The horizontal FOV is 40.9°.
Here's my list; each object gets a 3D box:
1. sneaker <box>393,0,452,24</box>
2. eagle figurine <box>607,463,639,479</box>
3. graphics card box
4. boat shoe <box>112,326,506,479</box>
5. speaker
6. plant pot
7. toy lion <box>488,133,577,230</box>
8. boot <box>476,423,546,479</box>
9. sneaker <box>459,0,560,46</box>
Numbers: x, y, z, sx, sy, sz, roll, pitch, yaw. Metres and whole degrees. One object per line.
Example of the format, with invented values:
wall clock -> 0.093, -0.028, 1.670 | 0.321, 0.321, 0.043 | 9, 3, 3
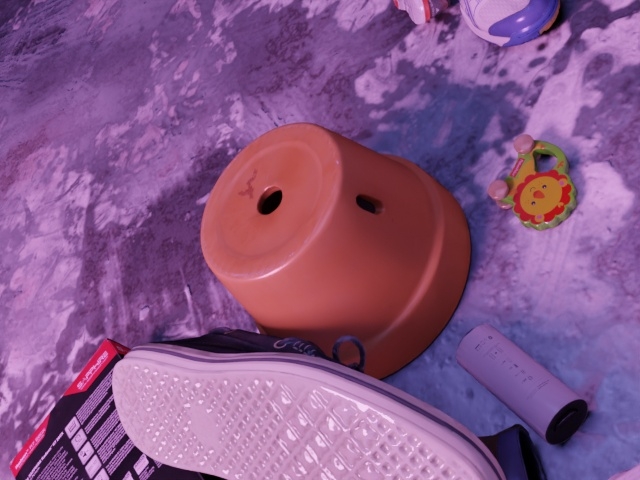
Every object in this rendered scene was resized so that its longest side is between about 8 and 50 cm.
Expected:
sneaker -> 0.142, -0.362, 1.233 | 0.065, 0.061, 0.158 | -20, 48, -5
eagle figurine -> 0.355, 0.112, 0.647 | 0.226, 0.225, 0.298 | -2, 73, 51
graphics card box -> -0.242, 0.318, 1.080 | 0.233, 0.094, 0.371 | -52, 42, 0
boat shoe -> -0.017, 0.181, 0.869 | 0.500, 0.156, 0.187 | 5, 106, 45
speaker -> 0.197, 0.140, 0.849 | 0.055, 0.055, 0.136 | -51, 43, 2
plant pot -> 0.000, 0.000, 1.000 | 0.291, 0.203, 0.291 | -20, 53, 29
toy lion -> 0.245, -0.062, 0.960 | 0.096, 0.034, 0.100 | 23, 79, 39
boot -> 0.163, 0.271, 0.776 | 0.106, 0.082, 0.219 | -33, 45, 23
sneaker -> 0.199, -0.366, 1.121 | 0.112, 0.131, 0.296 | -38, 46, 12
